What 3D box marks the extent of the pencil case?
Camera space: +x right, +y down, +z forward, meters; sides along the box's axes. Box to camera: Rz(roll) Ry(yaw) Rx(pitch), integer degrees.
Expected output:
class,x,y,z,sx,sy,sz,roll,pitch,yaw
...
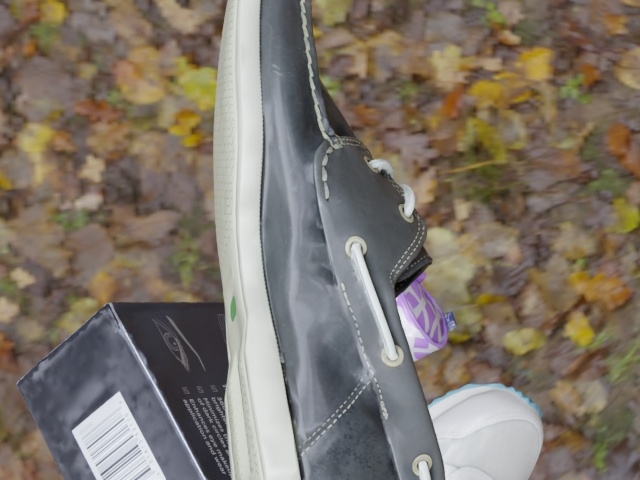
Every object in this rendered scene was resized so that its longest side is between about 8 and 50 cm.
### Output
class,x,y,z,sx,sy,sz,roll,pitch,yaw
pencil case,0.023,0.103,1.600,0.206,0.086,0.088,-29,55,19

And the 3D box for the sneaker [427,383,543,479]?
class,x,y,z,sx,sy,sz,roll,pitch,yaw
sneaker,0.049,0.179,0.895,0.229,0.087,0.092,-50,35,-5

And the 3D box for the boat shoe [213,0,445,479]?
class,x,y,z,sx,sy,sz,roll,pitch,yaw
boat shoe,0.000,0.000,0.624,0.079,0.084,0.233,-4,76,-11

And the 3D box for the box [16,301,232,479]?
class,x,y,z,sx,sy,sz,roll,pitch,yaw
box,-0.076,0.125,1.017,0.093,0.158,0.156,-39,69,25
